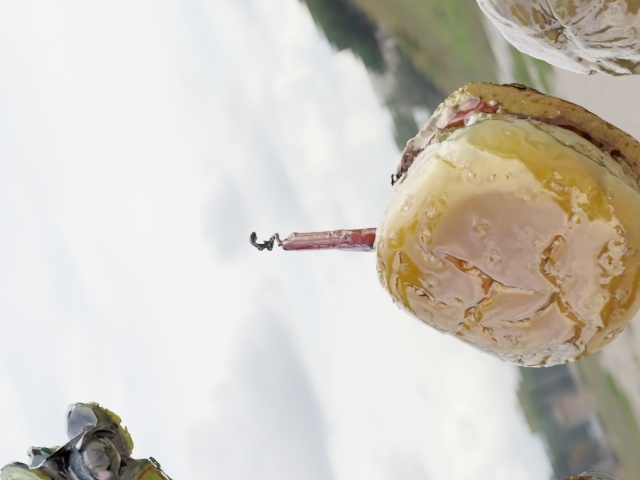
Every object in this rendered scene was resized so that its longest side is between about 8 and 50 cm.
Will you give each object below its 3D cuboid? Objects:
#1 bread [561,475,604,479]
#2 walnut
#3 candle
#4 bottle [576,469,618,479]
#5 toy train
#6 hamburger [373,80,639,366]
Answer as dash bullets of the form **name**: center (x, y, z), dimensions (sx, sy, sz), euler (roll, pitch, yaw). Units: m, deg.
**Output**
- **bread**: center (0.160, 0.233, 1.195), dimensions (0.193, 0.064, 0.193), euler (25, -127, -38)
- **walnut**: center (0.295, -0.316, 1.889), dimensions (0.333, 0.332, 0.333), euler (-22, -90, -84)
- **candle**: center (0.000, 0.001, 1.795), dimensions (0.026, 0.167, 0.021), euler (57, -132, -31)
- **bottle**: center (0.219, 0.335, 1.995), dimensions (0.286, 0.082, 0.082), euler (-57, 41, 45)
- **toy train**: center (-0.243, 0.279, 1.975), dimensions (0.177, 0.261, 0.134), euler (45, -130, 1)
- **hamburger**: center (0.160, -0.007, 1.589), dimensions (0.163, 0.244, 0.244), euler (-77, -33, -53)
